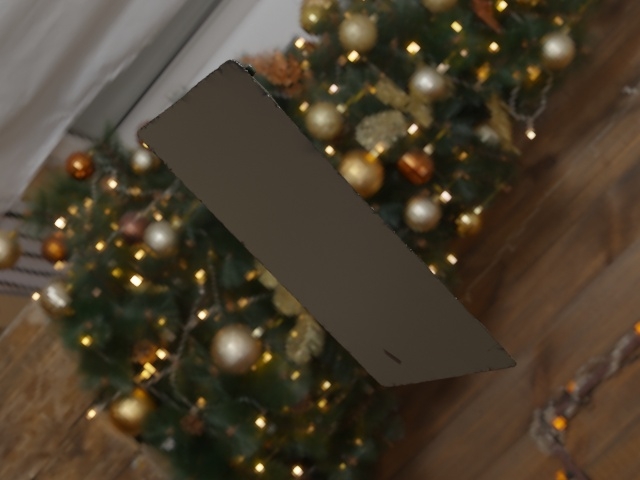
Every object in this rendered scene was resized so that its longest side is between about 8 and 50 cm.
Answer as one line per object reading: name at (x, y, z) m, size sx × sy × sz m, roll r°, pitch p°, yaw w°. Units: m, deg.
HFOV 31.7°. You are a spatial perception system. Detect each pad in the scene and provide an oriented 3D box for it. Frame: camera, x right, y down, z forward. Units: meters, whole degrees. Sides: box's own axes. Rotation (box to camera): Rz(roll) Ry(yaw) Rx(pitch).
pad at (0.000, 0.000, 0.745) m, size 0.265 × 0.160 × 0.009 m, roll 47°, pitch 59°, yaw -14°
